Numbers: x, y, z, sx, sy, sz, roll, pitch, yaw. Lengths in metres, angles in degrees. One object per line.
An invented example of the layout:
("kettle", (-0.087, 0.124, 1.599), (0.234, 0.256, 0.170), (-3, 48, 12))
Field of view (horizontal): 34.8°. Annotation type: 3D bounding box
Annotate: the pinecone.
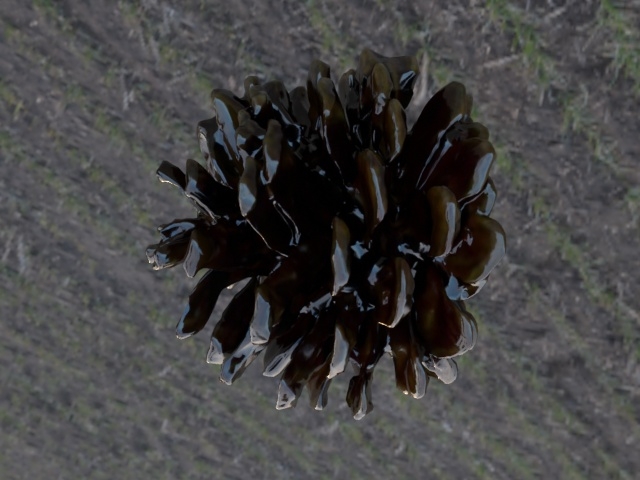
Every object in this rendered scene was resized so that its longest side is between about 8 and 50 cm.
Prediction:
("pinecone", (0.000, 0.000, 1.077), (0.398, 0.397, 0.397), (12, 147, 8))
